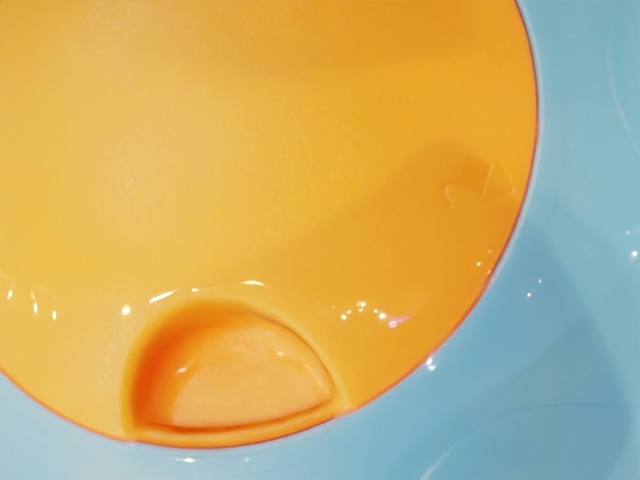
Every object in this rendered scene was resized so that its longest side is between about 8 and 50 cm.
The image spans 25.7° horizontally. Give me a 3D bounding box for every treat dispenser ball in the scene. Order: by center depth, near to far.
[{"bbox_3d":[0.000,0.000,0.498,0.288,0.288,0.288,-6,-164,2],"label":"treat dispenser ball"}]
